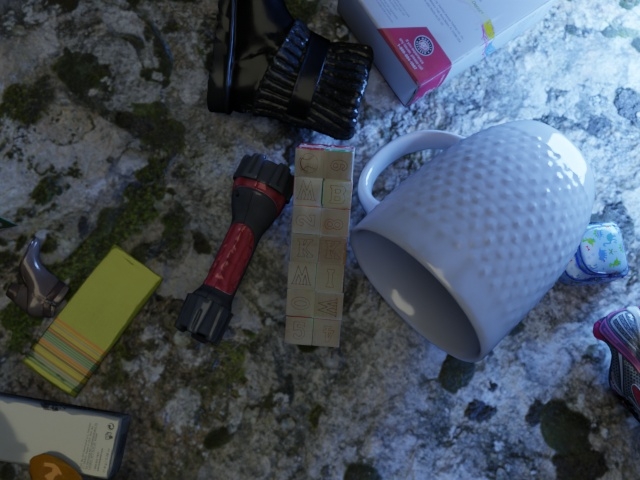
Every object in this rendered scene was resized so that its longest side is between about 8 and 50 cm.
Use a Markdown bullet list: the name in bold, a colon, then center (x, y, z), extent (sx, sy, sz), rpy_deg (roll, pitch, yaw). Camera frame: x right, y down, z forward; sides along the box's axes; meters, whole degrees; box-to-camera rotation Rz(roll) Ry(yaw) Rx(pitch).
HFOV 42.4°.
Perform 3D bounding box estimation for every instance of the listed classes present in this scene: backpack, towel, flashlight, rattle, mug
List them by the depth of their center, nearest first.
- **rattle**: center (-0.336, 0.388, 1.107), extent (0.130, 0.200, 0.143), rpy_deg (-23, 115, 13)
- **mug**: center (0.223, -0.047, 1.304), extent (0.328, 0.276, 0.374), rpy_deg (-42, 56, -15)
- **flashlight**: center (-0.138, 0.013, 1.319), extent (0.103, 0.103, 0.304), rpy_deg (34, 72, -33)
- **towel**: center (-0.365, 0.128, 1.330), extent (0.102, 0.021, 0.237), rpy_deg (37, 79, -4)
- **backpack**: center (0.451, 0.021, 1.383), extent (0.114, 0.084, 0.105), rpy_deg (-8, 80, -3)

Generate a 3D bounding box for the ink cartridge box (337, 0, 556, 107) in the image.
- **ink cartridge box**: center (0.215, -0.407, 1.407), extent (0.306, 0.131, 0.226), rpy_deg (-33, 85, -10)

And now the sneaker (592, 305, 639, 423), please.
- **sneaker**: center (0.536, 0.256, 1.350), extent (0.112, 0.121, 0.299), rpy_deg (-15, 83, 22)

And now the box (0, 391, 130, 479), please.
- **box**: center (-0.438, 0.288, 1.252), extent (0.275, 0.113, 0.094), rpy_deg (11, 80, -4)

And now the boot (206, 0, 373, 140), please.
- **boot**: center (-0.035, -0.350, 1.373), extent (0.260, 0.131, 0.348), rpy_deg (8, 91, 3)

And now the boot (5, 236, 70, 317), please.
- **boot**: center (-0.445, 0.063, 1.325), extent (0.087, 0.042, 0.119), rpy_deg (23, 81, -7)

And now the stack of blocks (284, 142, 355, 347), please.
- **stack of blocks**: center (0.000, 0.000, 1.298), extent (0.087, 0.171, 0.297), rpy_deg (4, 99, 2)

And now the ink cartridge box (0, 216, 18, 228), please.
- **ink cartridge box**: center (-0.597, -0.040, 1.290), extent (0.209, 0.109, 0.062), rpy_deg (-10, 83, -6)
